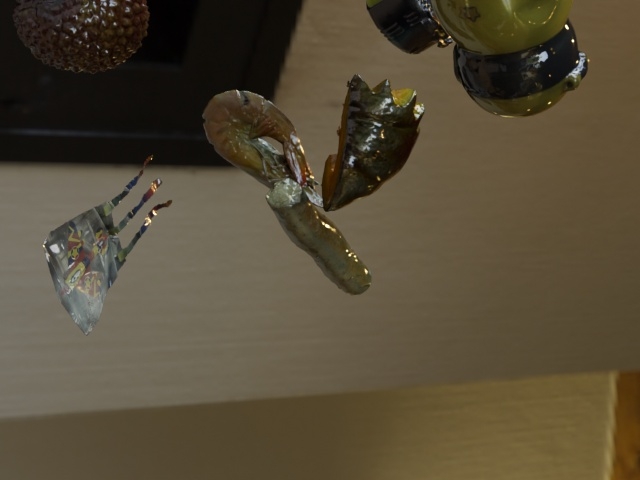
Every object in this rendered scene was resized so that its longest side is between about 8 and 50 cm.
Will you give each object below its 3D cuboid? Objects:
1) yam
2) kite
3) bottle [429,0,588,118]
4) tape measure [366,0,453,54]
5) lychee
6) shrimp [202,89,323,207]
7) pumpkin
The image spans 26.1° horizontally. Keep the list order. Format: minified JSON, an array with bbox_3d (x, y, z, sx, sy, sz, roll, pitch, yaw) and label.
[{"bbox_3d":[0.000,0.000,2.214,0.067,0.317,0.071,-27,-127,10],"label":"yam"},{"bbox_3d":[-0.251,-0.006,1.659,0.015,0.245,0.141,6,-51,27],"label":"kite"},{"bbox_3d":[0.196,-0.296,1.533,0.171,0.171,0.351,42,-25,52],"label":"bottle"},{"bbox_3d":[0.136,-0.386,2.166,0.112,0.199,0.186,-32,-160,30],"label":"tape measure"},{"bbox_3d":[-0.327,-0.313,1.914,0.188,0.188,0.188,1,-89,60],"label":"lychee"},{"bbox_3d":[-0.084,-0.151,2.352,0.267,0.061,0.145,46,-58,-5],"label":"shrimp"},{"bbox_3d":[0.081,-0.118,2.042,0.254,0.130,0.149,112,-17,-60],"label":"pumpkin"}]
